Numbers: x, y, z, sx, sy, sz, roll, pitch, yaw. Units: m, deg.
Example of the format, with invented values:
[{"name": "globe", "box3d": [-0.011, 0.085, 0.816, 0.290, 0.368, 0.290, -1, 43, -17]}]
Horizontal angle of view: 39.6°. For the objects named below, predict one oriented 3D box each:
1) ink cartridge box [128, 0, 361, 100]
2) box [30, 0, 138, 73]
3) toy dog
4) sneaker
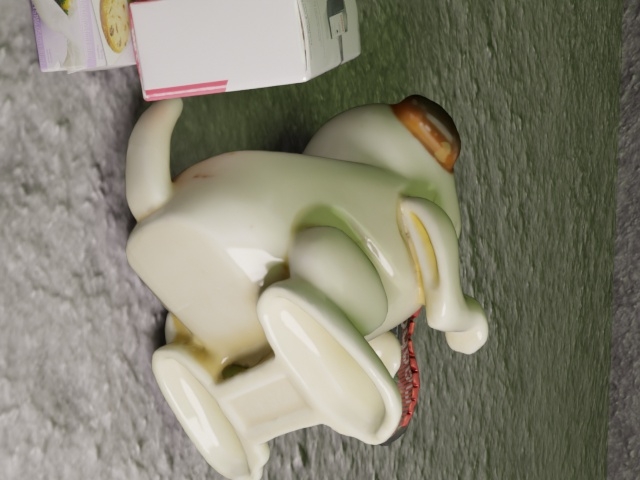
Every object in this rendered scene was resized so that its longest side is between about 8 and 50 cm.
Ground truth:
[{"name": "ink cartridge box", "box3d": [-0.061, -0.199, 0.848, 0.218, 0.158, 0.092, -47, 131, -69]}, {"name": "box", "box3d": [-0.216, -0.306, 0.746, 0.067, 0.063, 0.324, -21, 110, -55]}, {"name": "toy dog", "box3d": [0.000, 0.000, 0.957, 0.395, 0.284, 0.408, 49, 44, 2]}, {"name": "sneaker", "box3d": [0.075, 0.132, 1.183, 0.135, 0.097, 0.276, 21, 73, -55]}]
